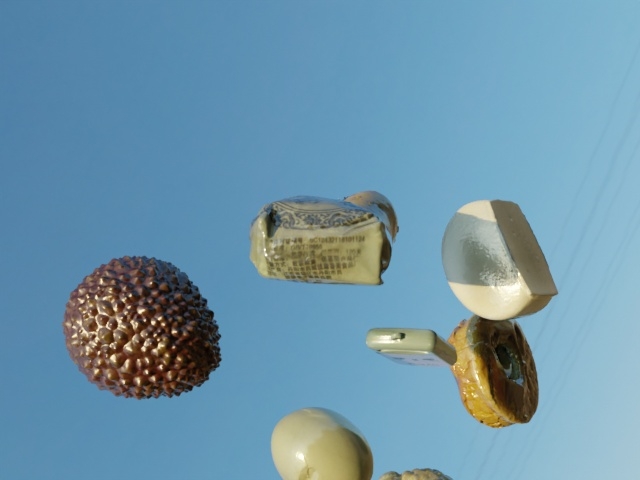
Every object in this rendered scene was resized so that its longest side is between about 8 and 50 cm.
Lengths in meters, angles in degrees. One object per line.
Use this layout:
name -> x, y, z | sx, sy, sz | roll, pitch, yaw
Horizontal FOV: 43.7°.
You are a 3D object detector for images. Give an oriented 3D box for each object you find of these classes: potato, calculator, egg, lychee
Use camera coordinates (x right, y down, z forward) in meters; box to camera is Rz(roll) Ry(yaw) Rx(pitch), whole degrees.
potato -> 0.113, -0.043, 1.740 | 0.081, 0.164, 0.200 | -34, 12, 31
calculator -> 0.179, 0.207, 1.546 | 0.246, 0.141, 0.045 | 40, -128, -62
egg -> 0.004, 0.531, 1.982 | 0.219, 0.269, 0.219 | 20, -90, -84
lychee -> -0.283, 0.156, 1.333 | 0.271, 0.271, 0.272 | -30, -45, -34

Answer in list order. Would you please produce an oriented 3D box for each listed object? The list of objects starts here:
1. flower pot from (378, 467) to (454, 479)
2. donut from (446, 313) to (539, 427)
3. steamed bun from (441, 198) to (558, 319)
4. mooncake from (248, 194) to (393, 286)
flower pot -> 0.137, 0.503, 1.224 | 0.307, 0.307, 0.244 | -55, -31, -5
donut -> 0.457, 0.344, 2.154 | 0.330, 0.159, 0.330 | 33, -135, -40
steamed bun -> 0.343, 0.048, 1.591 | 0.164, 0.242, 0.146 | -34, -24, 36
mooncake -> -0.001, -0.006, 1.362 | 0.250, 0.254, 0.136 | -85, -3, -83
